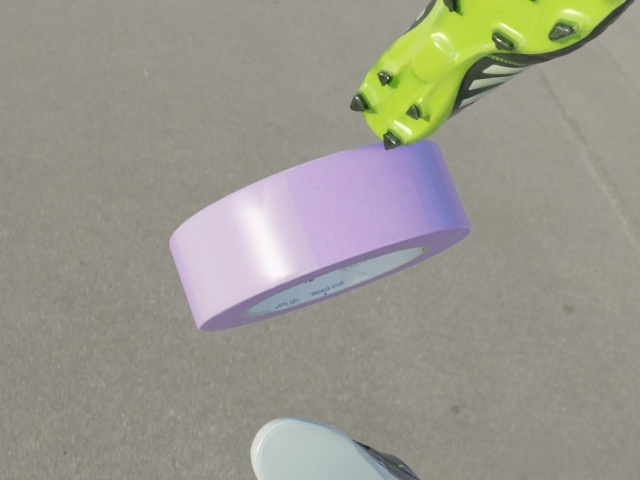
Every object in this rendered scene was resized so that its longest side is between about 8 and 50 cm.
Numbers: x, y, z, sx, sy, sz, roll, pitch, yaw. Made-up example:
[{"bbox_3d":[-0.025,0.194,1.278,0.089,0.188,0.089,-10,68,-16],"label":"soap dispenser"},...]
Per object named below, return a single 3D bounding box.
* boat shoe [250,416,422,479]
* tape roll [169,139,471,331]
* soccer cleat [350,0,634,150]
[{"bbox_3d":[0.018,0.171,0.607,0.183,0.065,0.083,36,-4,-23],"label":"boat shoe"},{"bbox_3d":[0.000,0.000,0.824,0.275,0.275,0.090,-15,80,-32],"label":"tape roll"},{"bbox_3d":[0.080,-0.100,0.384,0.072,0.179,0.060,-40,94,-36],"label":"soccer cleat"}]
